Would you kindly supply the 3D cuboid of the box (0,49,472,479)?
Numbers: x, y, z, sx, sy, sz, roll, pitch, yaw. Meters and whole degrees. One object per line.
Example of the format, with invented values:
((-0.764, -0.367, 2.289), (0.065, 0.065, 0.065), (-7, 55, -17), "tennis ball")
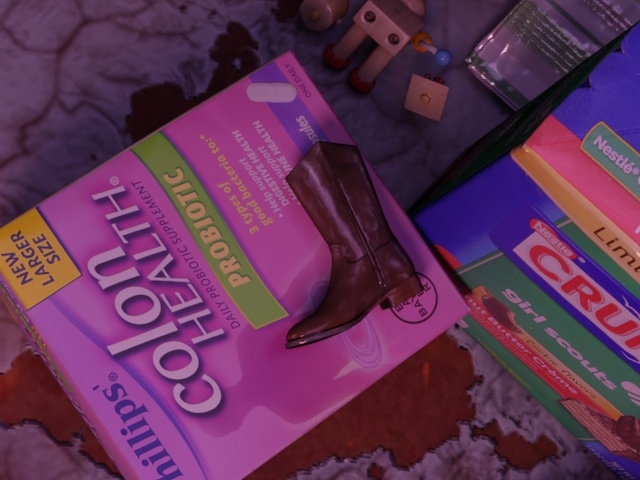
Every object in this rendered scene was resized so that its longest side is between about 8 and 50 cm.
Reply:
((-0.066, 0.033, 0.844), (0.243, 0.117, 0.213), (-34, 88, -16), "box")

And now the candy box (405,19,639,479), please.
((0.202, 0.029, 0.803), (0.268, 0.317, 0.122), (43, 73, -2), "candy box")

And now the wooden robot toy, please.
((0.043, -0.167, 0.950), (0.173, 0.076, 0.079), (44, 38, -2), "wooden robot toy")

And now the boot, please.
((0.000, 0.000, 0.785), (0.106, 0.037, 0.114), (-25, 89, -30), "boot")

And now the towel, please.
((0.200, -0.153, 0.957), (0.113, 0.023, 0.152), (42, 103, -5), "towel")
